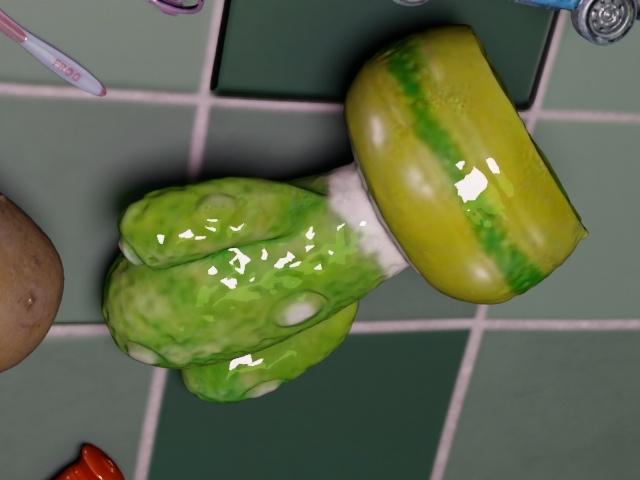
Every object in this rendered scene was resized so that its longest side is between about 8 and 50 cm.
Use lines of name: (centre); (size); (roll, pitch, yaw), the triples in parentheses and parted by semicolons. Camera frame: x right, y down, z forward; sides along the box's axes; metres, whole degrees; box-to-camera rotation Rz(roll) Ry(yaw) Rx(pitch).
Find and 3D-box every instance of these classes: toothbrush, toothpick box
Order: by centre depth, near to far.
toothbrush: (-0.205, -0.139, 0.998); (0.193, 0.019, 0.013); (34, 103, -35)
toothpick box: (-0.184, 0.190, 1.187); (0.083, 0.047, 0.047); (-41, 125, 6)

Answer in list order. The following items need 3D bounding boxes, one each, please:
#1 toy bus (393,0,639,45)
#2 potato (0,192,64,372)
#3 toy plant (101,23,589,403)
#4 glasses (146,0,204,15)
toy bus: (0.110, -0.212, 1.014); (0.246, 0.113, 0.134); (7, 111, -22)
potato: (-0.284, 0.012, 0.979); (0.262, 0.165, 0.165); (4, 118, -17)
toy plant: (0.000, 0.000, 1.076); (0.315, 0.184, 0.224); (-30, 144, 11)
glasses: (-0.084, -0.212, 0.981); (0.104, 0.062, 0.140); (-63, 158, -18)
